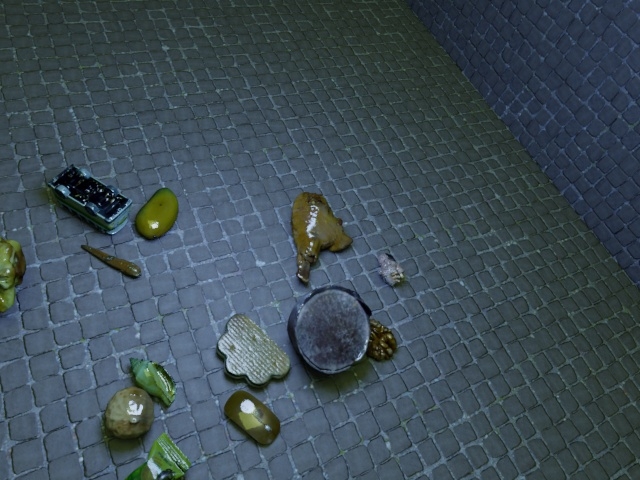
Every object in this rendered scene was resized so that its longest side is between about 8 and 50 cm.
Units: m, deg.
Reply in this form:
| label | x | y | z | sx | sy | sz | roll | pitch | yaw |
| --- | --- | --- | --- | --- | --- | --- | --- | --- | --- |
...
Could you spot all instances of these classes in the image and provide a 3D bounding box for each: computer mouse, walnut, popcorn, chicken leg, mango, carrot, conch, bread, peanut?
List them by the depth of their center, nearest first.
| label | x | y | z | sx | sy | sz | roll | pitch | yaw |
| --- | --- | --- | --- | --- | --- | --- | --- | --- | --- |
| peanut | -0.582 | 0.525 | 1.436 | 0.140 | 0.109 | 0.159 | 4 | 44 | -27 |
| popcorn | -1.097 | 0.086 | 1.457 | 0.312 | 0.312 | 0.312 | 8 | 56 | -12 |
| conch | -0.542 | 0.444 | 1.520 | 0.200 | 0.079 | 0.095 | 42 | 41 | -9 |
| computer mouse | -0.224 | 0.579 | 1.545 | 0.199 | 0.045 | 0.102 | 37 | 58 | 10 |
| bread | -0.253 | 0.398 | 1.647 | 0.286 | 0.056 | 0.207 | 44 | 54 | 14 |
| carrot | -0.766 | 0.070 | 1.720 | 0.254 | 0.049 | 0.049 | 24 | 54 | 5 |
| walnut | 0.218 | 0.375 | 1.797 | 0.170 | 0.069 | 0.143 | 39 | 54 | 7 |
| mango | -0.629 | -0.108 | 1.846 | 0.137 | 0.091 | 0.238 | 29 | 54 | -4 |
| chicken leg | 0.000 | 0.000 | 1.934 | 0.295 | 0.182 | 0.410 | 23 | 57 | -21 |

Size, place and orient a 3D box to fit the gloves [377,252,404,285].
| label | x | y | z | sx | sy | sz | roll | pitch | yaw |
| --- | --- | --- | --- | --- | --- | --- | --- | --- | --- |
| gloves | 0.286 | 0.123 | 1.968 | 0.110 | 0.094 | 0.144 | 40 | 29 | -18 |

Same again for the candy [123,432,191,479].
| label | x | y | z | sx | sy | sz | roll | pitch | yaw |
| --- | --- | --- | --- | --- | --- | --- | --- | --- | --- |
| candy | -0.502 | 0.703 | 1.367 | 0.149 | 0.069 | 0.246 | 37 | 60 | 15 |

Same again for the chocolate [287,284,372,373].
| label | x | y | z | sx | sy | sz | roll | pitch | yaw |
| --- | --- | --- | --- | --- | --- | --- | --- | --- | --- |
| chocolate | 0.008 | 0.311 | 1.687 | 0.303 | 0.213 | 0.304 | 3 | 82 | -26 |

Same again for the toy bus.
| label | x | y | z | sx | sy | sz | roll | pitch | yaw |
| --- | --- | --- | --- | --- | --- | --- | --- | --- | --- |
| toy bus | -0.847 | -0.142 | 1.755 | 0.276 | 0.165 | 0.134 | 32 | 55 | 4 |
